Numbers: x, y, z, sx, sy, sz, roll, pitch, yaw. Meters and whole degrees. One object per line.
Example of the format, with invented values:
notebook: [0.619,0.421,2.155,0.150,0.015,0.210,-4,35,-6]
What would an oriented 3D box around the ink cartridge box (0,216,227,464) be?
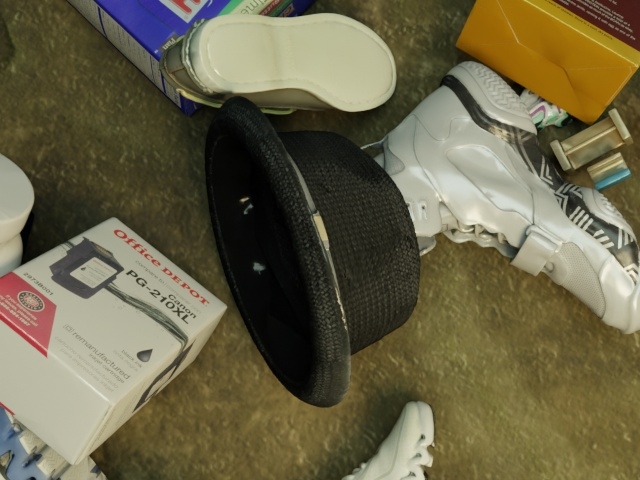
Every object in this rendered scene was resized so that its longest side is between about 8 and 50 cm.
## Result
ink cartridge box: [-0.231,0.092,1.047,0.172,0.237,0.100,38,119,6]

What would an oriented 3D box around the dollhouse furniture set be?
dollhouse furniture set: [0.388,-0.094,1.188,0.184,0.129,0.129,-28,79,17]

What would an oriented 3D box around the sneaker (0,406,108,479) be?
sneaker: [-0.312,0.301,1.069,0.182,0.127,0.315,-25,95,17]

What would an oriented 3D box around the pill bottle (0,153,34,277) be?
pill bottle: [-0.395,0.034,1.036,0.153,0.153,0.264,38,121,6]

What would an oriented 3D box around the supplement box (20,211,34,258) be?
supplement box: [-0.380,-0.021,1.148,0.083,0.083,0.056,10,76,1]

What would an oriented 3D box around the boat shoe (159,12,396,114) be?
boat shoe: [-0.039,-0.196,1.140,0.305,0.091,0.109,-4,89,-44]

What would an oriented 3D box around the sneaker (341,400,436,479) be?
sneaker: [0.036,0.297,1.088,0.118,0.110,0.292,25,77,13]

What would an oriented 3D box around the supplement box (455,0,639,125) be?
supplement box: [0.298,-0.280,1.186,0.191,0.129,0.194,32,65,5]

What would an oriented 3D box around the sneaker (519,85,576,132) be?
sneaker: [0.267,-0.168,1.228,0.098,0.038,0.069,-17,59,-25]

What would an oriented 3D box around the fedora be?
fedora: [0.000,0.000,1.067,0.152,0.334,0.334,-16,78,-22]

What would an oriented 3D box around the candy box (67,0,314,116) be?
candy box: [-0.174,-0.356,1.210,0.317,0.122,0.268,43,79,6]

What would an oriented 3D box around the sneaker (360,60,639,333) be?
sneaker: [0.195,-0.012,1.144,0.210,0.137,0.366,-34,76,-8]
